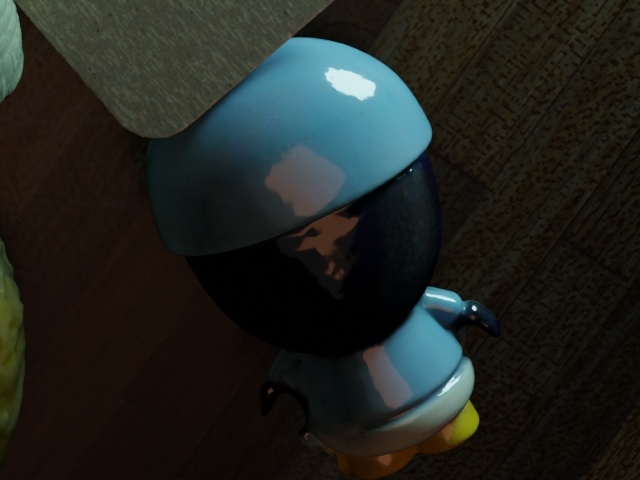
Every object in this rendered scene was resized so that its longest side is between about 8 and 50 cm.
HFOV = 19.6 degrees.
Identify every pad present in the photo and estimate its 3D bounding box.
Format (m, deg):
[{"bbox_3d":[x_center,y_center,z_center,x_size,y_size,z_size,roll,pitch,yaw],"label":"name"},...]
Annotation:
[{"bbox_3d":[-0.118,-0.204,1.069,0.176,0.002,0.266,-41,87,1],"label":"pad"}]

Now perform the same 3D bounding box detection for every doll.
[{"bbox_3d":[0.000,0.000,1.143,0.177,0.141,0.314,-22,113,3],"label":"doll"}]

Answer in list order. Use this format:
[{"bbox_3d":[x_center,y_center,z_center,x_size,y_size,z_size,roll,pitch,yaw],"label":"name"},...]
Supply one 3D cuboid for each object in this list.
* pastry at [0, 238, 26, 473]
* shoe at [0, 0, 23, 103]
[{"bbox_3d":[-0.332,0.063,1.086,0.329,0.136,0.330,-3,105,-12],"label":"pastry"},{"bbox_3d":[-0.327,-0.156,0.963,0.342,0.132,0.210,-9,133,-17],"label":"shoe"}]
